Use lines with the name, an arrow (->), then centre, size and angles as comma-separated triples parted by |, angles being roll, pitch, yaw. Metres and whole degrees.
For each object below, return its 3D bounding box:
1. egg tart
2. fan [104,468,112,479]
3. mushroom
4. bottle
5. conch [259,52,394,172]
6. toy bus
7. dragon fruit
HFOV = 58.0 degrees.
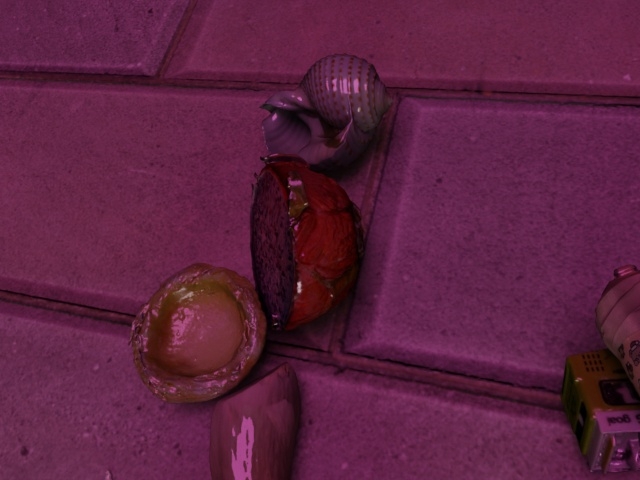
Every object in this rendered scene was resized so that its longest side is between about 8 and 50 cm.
egg tart -> -0.152, 0.127, 0.758 | 0.197, 0.078, 0.197 | -11, 60, 19
fan -> -0.214, 0.412, 0.673 | 0.182, 0.010, 0.310 | -30, 61, -2
mushroom -> -0.074, 0.263, 0.669 | 0.096, 0.108, 0.246 | -38, 47, 42
bottle -> 0.316, 0.087, 0.538 | 0.099, 0.098, 0.152 | -17, 46, 5
conch -> 0.015, -0.182, 0.857 | 0.200, 0.131, 0.172 | 0, 88, 44
toy bus -> 0.410, 0.168, 0.570 | 0.302, 0.113, 0.139 | -7, 45, 11
dragon fruit -> -0.001, 0.002, 0.746 | 0.148, 0.223, 0.218 | -3, 19, -19
